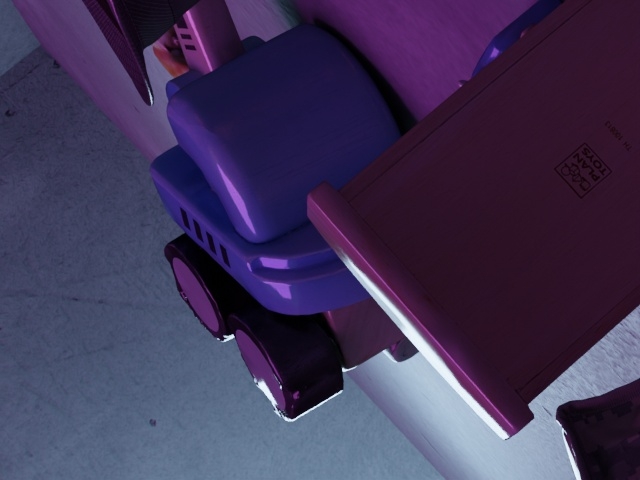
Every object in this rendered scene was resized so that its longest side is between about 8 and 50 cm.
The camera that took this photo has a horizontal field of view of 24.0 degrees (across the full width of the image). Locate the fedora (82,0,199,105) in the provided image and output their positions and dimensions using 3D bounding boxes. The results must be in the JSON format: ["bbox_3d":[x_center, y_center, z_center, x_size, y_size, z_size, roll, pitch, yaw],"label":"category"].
[{"bbox_3d":[-0.134,-0.241,1.028,0.275,0.124,0.244,56,172,19],"label":"fedora"}]

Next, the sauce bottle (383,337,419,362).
[{"bbox_3d":[0.000,0.000,1.738,0.344,0.111,0.111,45,171,24],"label":"sauce bottle"}]

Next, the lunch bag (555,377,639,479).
[{"bbox_3d":[0.272,0.241,0.888,0.235,0.169,0.287,57,-169,-41],"label":"lunch bag"}]

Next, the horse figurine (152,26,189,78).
[{"bbox_3d":[-0.162,-0.246,1.652,0.263,0.066,0.174,54,166,-11],"label":"horse figurine"}]

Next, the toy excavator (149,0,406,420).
[{"bbox_3d":[-0.071,-0.137,1.314,0.433,0.222,0.445,40,154,52],"label":"toy excavator"}]

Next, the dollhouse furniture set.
[{"bbox_3d":[0.144,0.034,0.790,0.286,0.198,0.303,49,172,9],"label":"dollhouse furniture set"}]
